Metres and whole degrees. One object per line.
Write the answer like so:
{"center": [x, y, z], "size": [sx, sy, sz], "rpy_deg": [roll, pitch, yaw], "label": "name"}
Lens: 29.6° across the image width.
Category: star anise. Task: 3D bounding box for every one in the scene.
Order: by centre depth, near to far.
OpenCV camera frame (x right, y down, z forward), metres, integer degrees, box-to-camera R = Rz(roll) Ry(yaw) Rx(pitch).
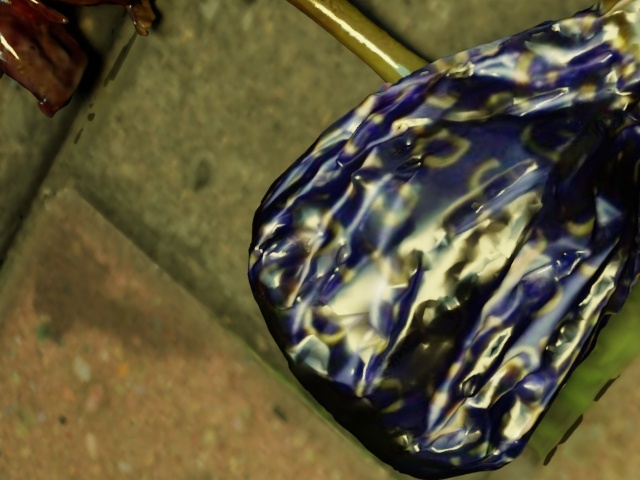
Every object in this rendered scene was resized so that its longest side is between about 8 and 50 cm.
{"center": [-0.145, -0.126, 0.532], "size": [0.168, 0.057, 0.168], "rpy_deg": [4, 99, 26], "label": "star anise"}

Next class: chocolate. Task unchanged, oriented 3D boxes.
{"center": [0.125, -0.071, 0.366], "size": [0.343, 0.126, 0.148], "rpy_deg": [-42, 36, 22], "label": "chocolate"}

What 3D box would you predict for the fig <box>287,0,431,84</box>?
{"center": [-0.032, -0.183, 0.410], "size": [0.249, 0.203, 0.186], "rpy_deg": [100, 153, -47], "label": "fig"}
